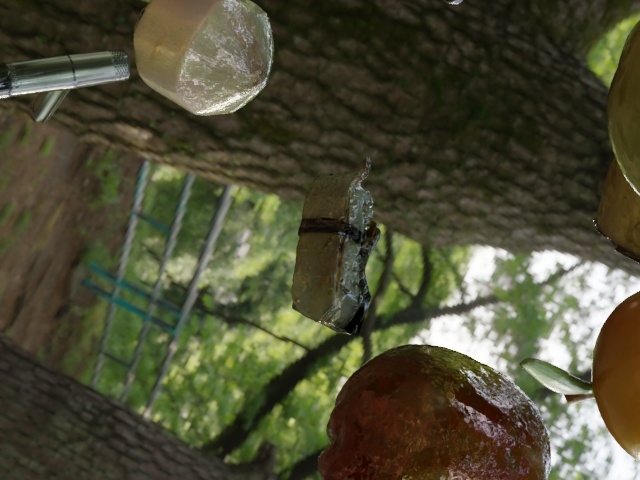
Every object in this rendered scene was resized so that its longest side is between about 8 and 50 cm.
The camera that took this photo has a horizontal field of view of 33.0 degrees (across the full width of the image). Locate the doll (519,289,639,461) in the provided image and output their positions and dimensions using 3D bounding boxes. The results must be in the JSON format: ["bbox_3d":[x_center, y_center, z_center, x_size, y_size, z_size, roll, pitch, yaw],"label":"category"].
[{"bbox_3d":[0.351,0.141,1.123,0.236,0.213,0.213,-9,-145,31],"label":"doll"}]

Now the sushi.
[{"bbox_3d":[0.017,-0.006,1.616,0.109,0.134,0.273,20,85,-57],"label":"sushi"}]

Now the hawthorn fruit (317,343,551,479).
[{"bbox_3d":[0.197,0.364,1.715,0.403,0.402,0.403,-62,180,0],"label":"hawthorn fruit"}]

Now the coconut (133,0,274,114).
[{"bbox_3d":[-0.175,-0.307,1.745,0.224,0.234,0.224,-30,129,-45],"label":"coconut"}]

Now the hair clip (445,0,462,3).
[{"bbox_3d":[0.234,-0.434,1.588,0.195,0.052,0.124,-34,-124,35],"label":"hair clip"}]

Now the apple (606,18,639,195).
[{"bbox_3d":[0.464,-0.152,1.201,0.292,0.291,0.254,-62,-178,22],"label":"apple"}]

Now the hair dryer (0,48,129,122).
[{"bbox_3d":[-0.544,-0.254,2.010,0.320,0.156,0.284,-9,155,-39],"label":"hair dryer"}]

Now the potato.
[{"bbox_3d":[0.530,-0.081,1.604,0.243,0.242,0.285,-62,171,23],"label":"potato"}]
